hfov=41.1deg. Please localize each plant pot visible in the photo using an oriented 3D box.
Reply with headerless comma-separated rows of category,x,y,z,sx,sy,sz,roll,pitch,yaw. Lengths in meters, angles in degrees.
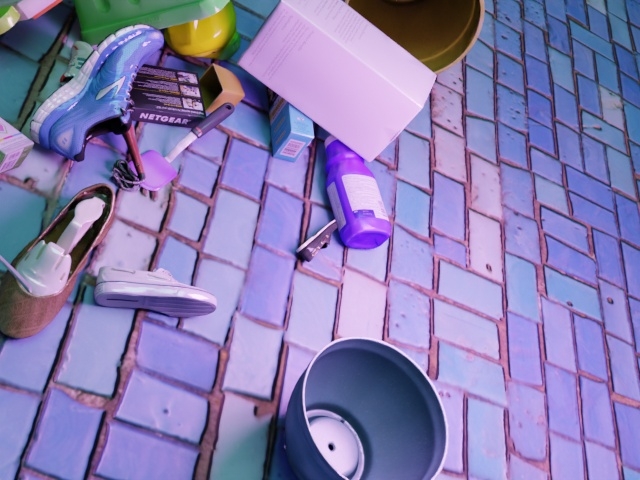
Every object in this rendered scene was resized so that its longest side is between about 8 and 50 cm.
plant pot,-0.222,-0.340,1.940,0.083,0.081,0.081,3,56,-46
plant pot,0.053,0.345,1.532,0.293,0.196,0.293,18,50,-23
plant pot,0.238,-0.689,2.341,0.366,0.366,0.353,22,37,-18

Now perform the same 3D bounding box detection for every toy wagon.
toy wagon,-0.599,-0.514,1.714,0.068,0.267,0.344,56,41,-46

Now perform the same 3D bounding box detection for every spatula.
spatula,-0.284,-0.207,1.809,0.084,0.030,0.296,44,63,2

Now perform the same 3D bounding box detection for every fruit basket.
fruit basket,-0.315,-0.510,1.874,0.392,0.392,0.283,32,46,-10

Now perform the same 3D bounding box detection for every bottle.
bottle,0.073,-0.118,1.957,0.118,0.092,0.283,5,55,-35

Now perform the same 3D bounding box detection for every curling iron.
curling iron,-0.406,-0.228,1.733,0.068,0.035,0.274,-2,71,-33

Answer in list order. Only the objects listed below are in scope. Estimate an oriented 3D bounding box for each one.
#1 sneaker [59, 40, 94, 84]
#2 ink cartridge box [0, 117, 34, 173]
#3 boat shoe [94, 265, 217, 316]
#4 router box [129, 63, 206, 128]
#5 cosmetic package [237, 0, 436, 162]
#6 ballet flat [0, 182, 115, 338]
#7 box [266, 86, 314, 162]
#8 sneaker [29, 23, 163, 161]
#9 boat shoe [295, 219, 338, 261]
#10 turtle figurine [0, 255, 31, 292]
sneaker,-0.506,-0.353,1.776,0.075,0.057,0.161,-2,62,-40
ink cartridge box,-0.641,-0.208,1.550,0.209,0.062,0.109,38,18,-3
boat shoe,-0.299,0.085,1.572,0.226,0.083,0.076,11,54,-26
router box,-0.346,-0.316,1.862,0.179,0.046,0.133,4,57,-31
cosmetic package,0.039,-0.381,1.906,0.385,0.217,0.156,36,44,-12
ballet flat,-0.451,0.016,1.495,0.116,0.124,0.342,34,46,-7
box,-0.074,-0.311,1.997,0.060,0.100,0.244,12,52,-27
sneaker,-0.413,-0.285,1.688,0.147,0.130,0.330,38,75,-2
boat shoe,-0.001,0.001,1.855,0.042,0.049,0.133,48,48,-1
turtle figurine,-0.629,0.018,1.359,0.274,0.198,0.266,21,33,-33
